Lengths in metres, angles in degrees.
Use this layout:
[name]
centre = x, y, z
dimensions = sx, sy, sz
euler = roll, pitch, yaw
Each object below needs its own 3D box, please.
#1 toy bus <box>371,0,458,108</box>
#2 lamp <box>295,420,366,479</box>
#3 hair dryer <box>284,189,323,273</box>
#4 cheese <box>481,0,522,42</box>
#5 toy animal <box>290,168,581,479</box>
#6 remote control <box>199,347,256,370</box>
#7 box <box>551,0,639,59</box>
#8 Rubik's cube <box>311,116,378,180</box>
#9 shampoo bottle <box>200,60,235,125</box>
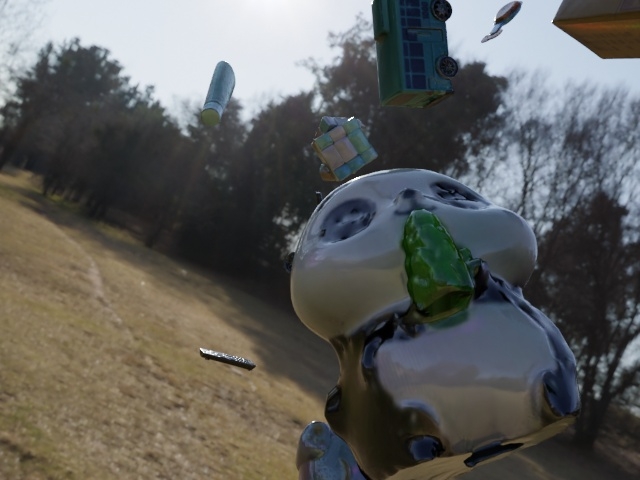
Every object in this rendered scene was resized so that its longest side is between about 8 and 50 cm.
[toy bus]
centre = 0.114, -0.255, 0.947
dimensions = 0.091, 0.160, 0.079
euler = -2, -4, -19
[lamp]
centre = 0.022, 0.506, 1.337
dimensions = 0.247, 0.301, 0.247
euler = 10, -43, 0
[hair dryer]
centre = 0.000, 0.000, 1.624
dimensions = 0.235, 0.091, 0.272
euler = 19, 41, -39
[cheese]
centre = 0.273, -0.329, 1.118
dimensions = 0.017, 0.111, 0.047
euler = 47, -35, -19
[toy animal]
centre = 0.088, 0.061, 0.623
dimensions = 0.212, 0.267, 0.212
euler = -16, -18, -5
[remote control]
centre = -0.147, 0.189, 1.176
dimensions = 0.091, 0.016, 0.034
euler = 19, 2, -25
[box]
centre = 0.477, -0.349, 0.865
dimensions = 0.115, 0.264, 0.415
euler = 26, 3, -20
[Rubik's cube]
centre = 0.028, -0.121, 0.965
dimensions = 0.075, 0.084, 0.073
euler = -17, 4, -2
[shampoo bottle]
centre = -0.190, -0.270, 1.387
dimensions = 0.041, 0.069, 0.191
euler = 0, 34, 3
